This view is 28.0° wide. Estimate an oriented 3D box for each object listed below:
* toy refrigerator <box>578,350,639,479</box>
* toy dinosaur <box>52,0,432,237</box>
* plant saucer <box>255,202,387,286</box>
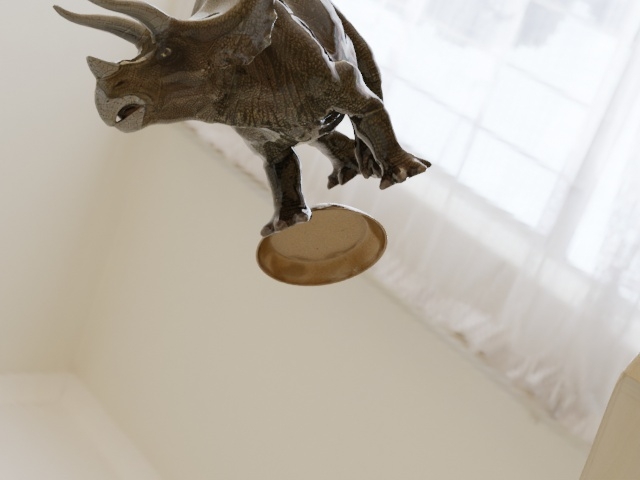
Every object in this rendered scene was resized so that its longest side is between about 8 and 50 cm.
[{"bbox_3d":[0.246,0.070,0.701,0.094,0.102,0.269,30,-142,25],"label":"toy refrigerator"},{"bbox_3d":[-0.013,-0.101,0.752,0.160,0.121,0.313,66,-159,-8],"label":"toy dinosaur"},{"bbox_3d":[0.000,0.000,0.805,0.083,0.083,0.015,11,-129,-27],"label":"plant saucer"}]
